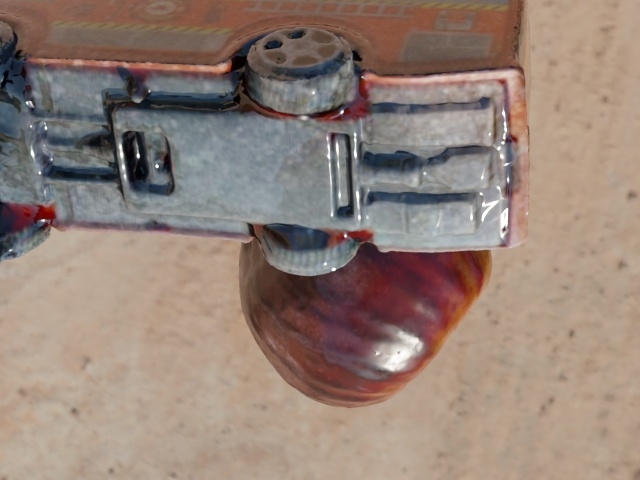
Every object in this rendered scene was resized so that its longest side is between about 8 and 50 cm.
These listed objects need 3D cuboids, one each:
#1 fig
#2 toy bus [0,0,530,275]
[{"bbox_3d":[0.013,0.009,0.741,0.128,0.128,0.150,-49,126,-15],"label":"fig"},{"bbox_3d":[-0.039,-0.037,0.425,0.077,0.192,0.065,-70,161,-54],"label":"toy bus"}]
